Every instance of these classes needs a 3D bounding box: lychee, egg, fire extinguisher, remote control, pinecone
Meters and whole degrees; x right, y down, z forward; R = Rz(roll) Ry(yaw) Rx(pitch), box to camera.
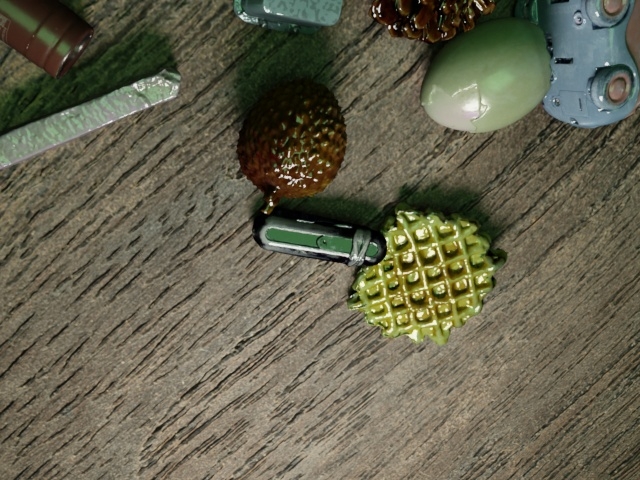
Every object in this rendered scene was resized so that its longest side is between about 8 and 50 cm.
[{"bbox_3d":[-0.048,-0.155,0.909,0.200,0.200,0.238,19,85,-17],"label":"lychee"},{"bbox_3d":[0.278,-0.280,0.934,0.217,0.183,0.183,-15,115,12],"label":"egg"},{"bbox_3d":[-0.504,-0.383,0.764,0.344,0.138,0.102,36,82,-22],"label":"fire extinguisher"},{"bbox_3d":[0.000,0.000,1.029,0.266,0.066,0.090,12,112,-3],"label":"remote control"},{"bbox_3d":[0.182,-0.418,0.846,0.222,0.221,0.221,-4,113,-9],"label":"pinecone"}]

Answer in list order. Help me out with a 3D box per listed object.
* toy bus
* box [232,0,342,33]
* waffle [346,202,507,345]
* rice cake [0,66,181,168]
[{"bbox_3d":[0.503,-0.361,0.943,0.232,0.197,0.294,-23,113,-12],"label":"toy bus"},{"bbox_3d":[-0.038,-0.442,0.832,0.162,0.130,0.226,0,112,-27],"label":"box"},{"bbox_3d":[0.219,0.077,1.127,0.297,0.073,0.317,22,113,-13],"label":"waffle"},{"bbox_3d":[-0.398,-0.203,0.893,0.365,0.072,0.056,-23,117,-1],"label":"rice cake"}]
